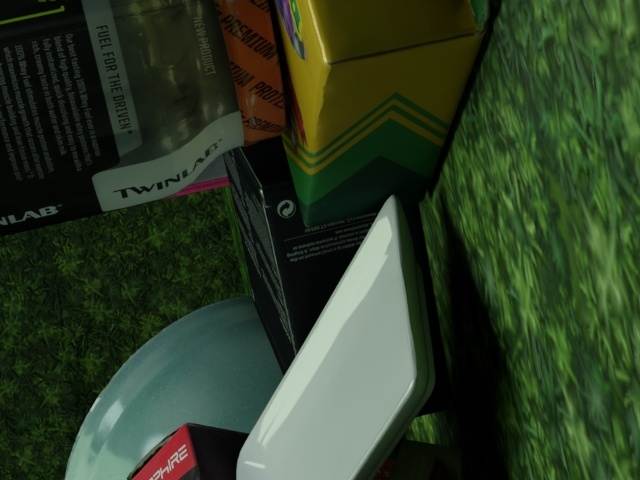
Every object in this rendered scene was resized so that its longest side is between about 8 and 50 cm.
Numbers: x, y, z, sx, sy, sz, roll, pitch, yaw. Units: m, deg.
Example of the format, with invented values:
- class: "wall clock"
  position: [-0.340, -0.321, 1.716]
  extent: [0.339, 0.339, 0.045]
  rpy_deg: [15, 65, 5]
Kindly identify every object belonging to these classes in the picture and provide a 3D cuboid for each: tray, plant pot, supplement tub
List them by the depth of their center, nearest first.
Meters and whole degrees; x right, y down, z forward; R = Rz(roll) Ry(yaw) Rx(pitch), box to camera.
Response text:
- class: "supplement tub"
  position: [-0.188, -0.097, 0.876]
  extent: [0.193, 0.316, 0.194]
  rpy_deg: [167, 90, -85]
- class: "tray"
  position: [0.007, 0.113, 0.963]
  extent: [0.145, 0.030, 0.270]
  rpy_deg: [-95, 25, -44]
- class: "plant pot"
  position: [-0.042, 0.221, 1.373]
  extent: [0.196, 0.293, 0.293]
  rpy_deg: [33, 145, 40]

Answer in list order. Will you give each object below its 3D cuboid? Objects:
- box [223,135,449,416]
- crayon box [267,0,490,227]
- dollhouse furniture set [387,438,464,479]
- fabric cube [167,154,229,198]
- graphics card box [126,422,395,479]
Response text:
- class: "box"
  position: [0.000, 0.000, 1.145]
  extent: [0.261, 0.103, 0.184]
  rpy_deg: [-120, 20, -68]
- class: "crayon box"
  position: [0.009, -0.149, 0.838]
  extent: [0.318, 0.081, 0.202]
  rpy_deg: [100, 157, -74]
- class: "dollhouse furniture set"
  position: [0.083, 0.189, 0.875]
  extent: [0.184, 0.129, 0.129]
  rpy_deg: [-65, -24, -46]
- class: "fabric cube"
  position: [-0.190, -0.212, 1.714]
  extent: [0.254, 0.259, 0.258]
  rpy_deg: [87, 170, -62]
- class: "graphics card box"
  position: [0.015, 0.308, 1.083]
  extent: [0.094, 0.232, 0.371]
  rpy_deg: [-46, 44, 33]
